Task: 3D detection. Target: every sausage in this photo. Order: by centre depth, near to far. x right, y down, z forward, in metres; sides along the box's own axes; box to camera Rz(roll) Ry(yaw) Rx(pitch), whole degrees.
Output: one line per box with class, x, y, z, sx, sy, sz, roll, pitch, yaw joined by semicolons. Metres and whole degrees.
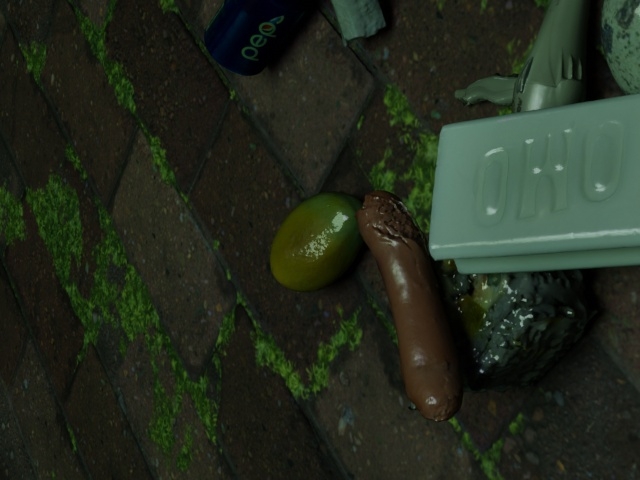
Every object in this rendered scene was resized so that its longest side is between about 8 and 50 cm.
sausage;0.104;0.069;1.185;0.078;0.078;0.304;-47;48;43

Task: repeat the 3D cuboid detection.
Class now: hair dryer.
hair dryer;0.254;-0.226;1.224;0.219;0.088;0.225;-67;28;19

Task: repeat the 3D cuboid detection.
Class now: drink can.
drink can;-0.094;-0.358;1.626;0.205;0.118;0.118;-45;57;45

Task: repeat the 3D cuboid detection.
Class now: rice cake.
rice cake;0.035;-0.373;1.436;0.206;0.063;0.069;69;170;-21

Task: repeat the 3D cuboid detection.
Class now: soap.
soap;0.251;-0.055;1.064;0.265;0.087;0.160;-5;69;38

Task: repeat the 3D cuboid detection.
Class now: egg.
egg;0.348;-0.211;1.035;0.132;0.132;0.172;29;131;49

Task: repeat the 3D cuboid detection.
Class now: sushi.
sushi;0.202;0.085;1.228;0.184;0.139;0.274;61;138;35

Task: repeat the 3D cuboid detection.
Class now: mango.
mango;0.000;0.000;1.533;0.194;0.092;0.130;-33;63;43
